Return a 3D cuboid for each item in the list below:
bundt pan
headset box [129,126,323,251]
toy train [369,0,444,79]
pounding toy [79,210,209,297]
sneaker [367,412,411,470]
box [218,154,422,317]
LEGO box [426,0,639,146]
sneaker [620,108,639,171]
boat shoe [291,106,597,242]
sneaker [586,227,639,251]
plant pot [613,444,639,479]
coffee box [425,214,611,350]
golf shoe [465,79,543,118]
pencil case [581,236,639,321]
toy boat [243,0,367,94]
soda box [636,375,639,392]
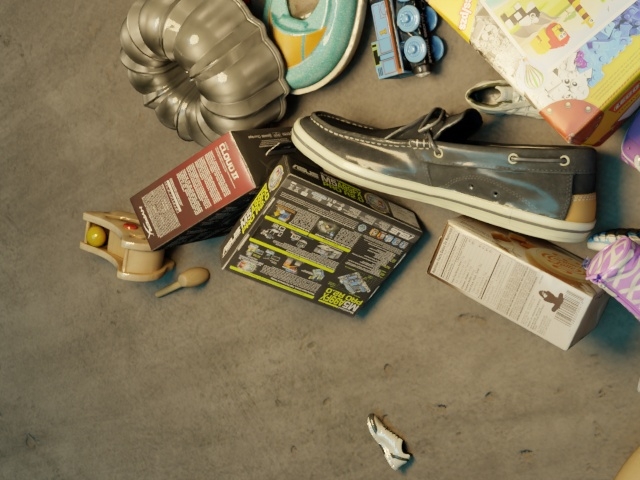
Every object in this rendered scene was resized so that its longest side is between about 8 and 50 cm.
[{"bbox_3d":[-0.219,-0.293,1.634,0.331,0.124,0.330,29,146,22],"label":"bundt pan"},{"bbox_3d":[-0.153,-0.100,1.666,0.293,0.218,0.110,-29,83,33],"label":"headset box"},{"bbox_3d":[0.132,-0.350,1.531,0.105,0.080,0.184,-9,93,39],"label":"toy train"},{"bbox_3d":[-0.368,0.048,1.864,0.270,0.154,0.154,20,108,28],"label":"pounding toy"},{"bbox_3d":[0.122,0.352,1.682,0.044,0.040,0.109,-35,82,15],"label":"sneaker"},{"bbox_3d":[0.000,0.000,1.574,0.216,0.270,0.060,-53,30,28],"label":"box"},{"bbox_3d":[0.401,-0.430,1.250,0.372,0.193,0.500,49,113,16],"label":"LEGO box"},{"bbox_3d":[0.493,-0.073,1.321,0.161,0.102,0.282,5,86,58],"label":"sneaker"},{"bbox_3d":[0.191,-0.137,1.470,0.500,0.187,0.156,18,108,22],"label":"boat shoe"},{"bbox_3d":[0.484,0.028,1.380,0.191,0.071,0.082,7,107,31],"label":"sneaker"},{"bbox_3d":[0.551,0.341,1.298,0.284,0.284,0.191,15,73,29],"label":"plant pot"},{"bbox_3d":[0.309,0.053,1.450,0.247,0.141,0.098,30,114,26],"label":"coffee box"},{"bbox_3d":[0.305,-0.217,1.439,0.176,0.086,0.069,-1,96,31],"label":"golf shoe"},{"bbox_3d":[0.471,0.085,1.337,0.206,0.088,0.086,40,147,-4],"label":"pencil case"},{"bbox_3d":[-0.077,-0.394,1.611,0.318,0.148,0.267,20,109,28],"label":"toy boat"},{"bbox_3d":[0.559,0.211,1.365,0.183,0.063,0.058,14,106,29],"label":"soda box"}]
